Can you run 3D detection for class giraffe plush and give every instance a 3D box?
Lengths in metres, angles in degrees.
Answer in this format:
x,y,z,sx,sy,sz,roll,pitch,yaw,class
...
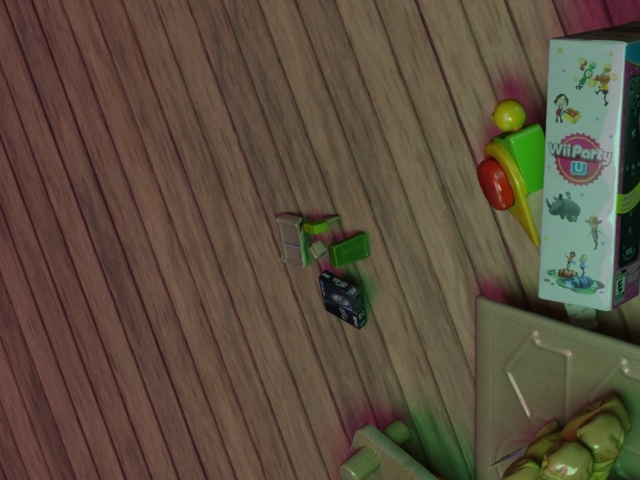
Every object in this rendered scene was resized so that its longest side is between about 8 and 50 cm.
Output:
x,y,z,sx,sy,sz,roll,pitch,yaw,class
0.316,0.310,1.656,0.170,0.181,0.210,55,148,2,giraffe plush

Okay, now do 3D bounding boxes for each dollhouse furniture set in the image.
x,y,z,sx,sy,sz,roll,pitch,yaw,class
0.000,0.000,2.023,0.152,0.058,0.076,14,119,53,dollhouse furniture set

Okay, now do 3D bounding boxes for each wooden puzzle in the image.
x,y,z,sx,sy,sz,roll,pitch,yaw,class
0.343,0.249,1.776,0.348,0.080,0.322,20,123,41,wooden puzzle

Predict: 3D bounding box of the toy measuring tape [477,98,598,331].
x,y,z,sx,sy,sz,roll,pitch,yaw,class
0.279,-0.034,1.776,0.121,0.121,0.330,-4,117,37,toy measuring tape

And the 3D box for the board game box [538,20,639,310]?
x,y,z,sx,sy,sz,roll,pitch,yaw,class
0.352,-0.094,1.614,0.097,0.224,0.303,9,108,35,board game box

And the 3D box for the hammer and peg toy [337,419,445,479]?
x,y,z,sx,sy,sz,roll,pitch,yaw,class
0.124,0.447,1.974,0.266,0.127,0.361,37,140,23,hammer and peg toy

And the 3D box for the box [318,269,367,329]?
x,y,z,sx,sy,sz,roll,pitch,yaw,class
0.033,0.086,1.998,0.067,0.018,0.083,30,152,27,box
